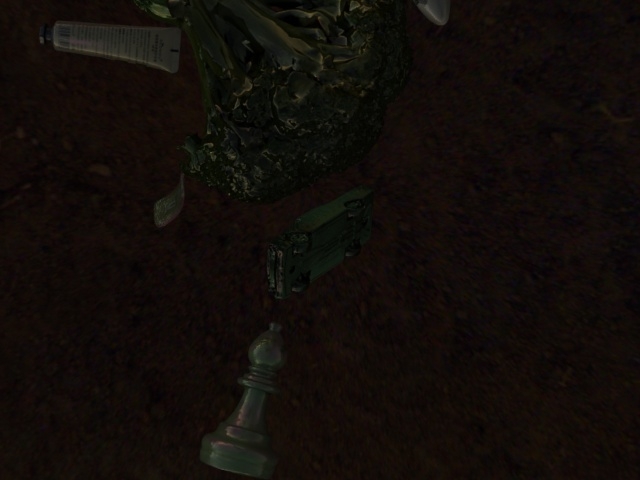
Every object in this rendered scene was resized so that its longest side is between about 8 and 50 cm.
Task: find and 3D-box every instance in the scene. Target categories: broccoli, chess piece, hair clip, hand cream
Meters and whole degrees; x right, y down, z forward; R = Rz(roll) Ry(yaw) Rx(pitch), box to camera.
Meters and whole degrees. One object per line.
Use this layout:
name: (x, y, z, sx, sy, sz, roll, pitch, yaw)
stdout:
broccoli: (-0.052, -0.193, 0.967, 0.283, 0.304, 0.321, 47, 60, -15)
chess piece: (-0.113, 0.276, 1.475, 0.139, 0.139, 0.271, 17, 79, -2)
hair clip: (-0.247, -0.068, 1.387, 0.022, 0.137, 0.054, 10, 61, -29)
hand cream: (-0.424, -0.402, 1.681, 0.276, 0.059, 0.095, 6, 105, -8)

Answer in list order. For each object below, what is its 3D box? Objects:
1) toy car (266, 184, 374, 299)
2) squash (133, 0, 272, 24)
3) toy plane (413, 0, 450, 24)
toy car: (0.000, 0.000, 1.737, 0.097, 0.321, 0.141, 26, 129, 30)
squash: (-0.180, -0.366, 1.283, 0.219, 0.068, 0.077, 2, 81, -22)
toy plane: (0.145, -0.465, 1.341, 0.251, 0.101, 0.255, -25, 79, 43)
